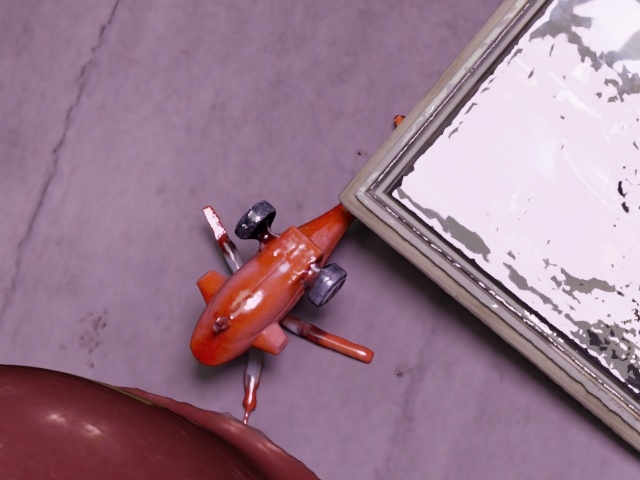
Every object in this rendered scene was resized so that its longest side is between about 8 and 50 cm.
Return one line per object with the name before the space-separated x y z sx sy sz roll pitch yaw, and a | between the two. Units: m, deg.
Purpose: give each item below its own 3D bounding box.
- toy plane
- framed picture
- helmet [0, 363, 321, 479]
toy plane | 0.005 0.006 1.065 0.194 0.077 0.126 -25 75 -13
framed picture | 0.193 -0.017 1.020 0.296 0.019 0.232 39 86 7
helmet | -0.155 0.198 0.921 0.385 0.230 0.337 8 68 13
